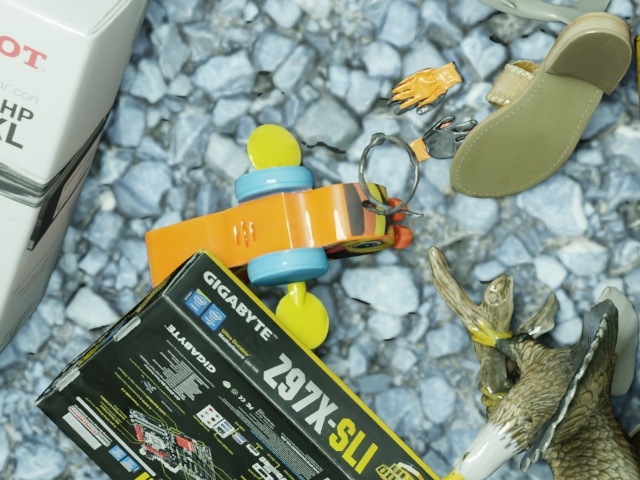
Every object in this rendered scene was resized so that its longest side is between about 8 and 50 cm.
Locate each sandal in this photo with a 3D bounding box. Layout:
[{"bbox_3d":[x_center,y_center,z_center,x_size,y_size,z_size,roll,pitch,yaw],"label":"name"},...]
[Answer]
[{"bbox_3d":[0.193,-0.131,1.529,0.088,0.079,0.240,20,140,-16],"label":"sandal"}]

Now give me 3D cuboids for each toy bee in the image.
[{"bbox_3d":[0.000,0.000,1.565,0.298,0.162,0.195,9,91,38],"label":"toy bee"}]

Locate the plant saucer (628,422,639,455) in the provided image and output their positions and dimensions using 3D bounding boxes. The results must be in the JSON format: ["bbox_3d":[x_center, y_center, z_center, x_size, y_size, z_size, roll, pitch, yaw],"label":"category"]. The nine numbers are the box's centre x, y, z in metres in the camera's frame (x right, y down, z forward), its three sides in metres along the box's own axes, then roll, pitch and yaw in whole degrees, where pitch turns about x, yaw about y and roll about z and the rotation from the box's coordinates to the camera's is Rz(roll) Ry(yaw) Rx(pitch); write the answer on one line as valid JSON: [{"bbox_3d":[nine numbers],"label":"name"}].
[{"bbox_3d":[0.400,0.266,1.620,0.310,0.050,0.311,2,105,7],"label":"plant saucer"}]

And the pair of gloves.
[{"bbox_3d":[0.102,-0.112,1.583,0.074,0.010,0.083,-22,101,13],"label":"pair of gloves"}]

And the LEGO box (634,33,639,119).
[{"bbox_3d":[0.359,0.080,1.372,0.193,0.372,0.500,-5,95,10],"label":"LEGO box"}]

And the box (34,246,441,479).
[{"bbox_3d":[-0.072,0.189,1.594,0.322,0.079,0.257,45,138,-5],"label":"box"}]

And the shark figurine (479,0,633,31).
[{"bbox_3d":[0.128,-0.254,1.490,0.166,0.116,0.278,-35,96,17],"label":"shark figurine"}]

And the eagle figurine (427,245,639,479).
[{"bbox_3d":[0.201,0.154,1.481,0.226,0.298,0.225,22,100,-26],"label":"eagle figurine"}]

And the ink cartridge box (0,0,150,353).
[{"bbox_3d":[-0.342,-0.112,1.511,0.285,0.166,0.395,26,125,1],"label":"ink cartridge box"}]
